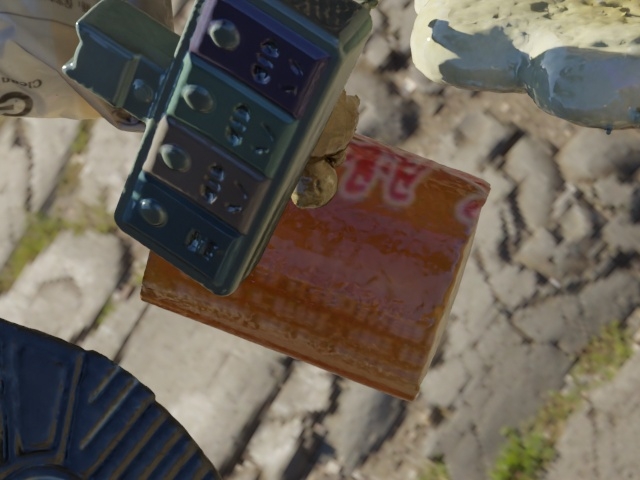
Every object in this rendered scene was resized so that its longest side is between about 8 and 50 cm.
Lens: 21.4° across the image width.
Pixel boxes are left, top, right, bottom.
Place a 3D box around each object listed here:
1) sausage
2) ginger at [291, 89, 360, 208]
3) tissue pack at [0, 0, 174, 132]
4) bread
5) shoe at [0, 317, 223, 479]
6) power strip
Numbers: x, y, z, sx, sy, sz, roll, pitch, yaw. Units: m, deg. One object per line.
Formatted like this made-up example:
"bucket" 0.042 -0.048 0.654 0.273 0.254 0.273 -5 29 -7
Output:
"sausage" 0.000 0.000 1.634 0.233 0.287 0.233 22 -90 -89
"ginger" -0.033 -0.106 1.196 0.052 0.176 0.193 41 125 42
"tissue pack" -0.322 -0.281 1.573 0.195 0.376 0.390 120 147 -72
"bread" 0.197 -0.141 0.927 0.316 0.054 0.316 -4 29 2
"shoe" -0.176 0.096 0.827 0.109 0.293 0.149 -61 4 -19
"power strip" -0.068 -0.081 0.938 0.061 0.145 0.215 -53 -6 -45
